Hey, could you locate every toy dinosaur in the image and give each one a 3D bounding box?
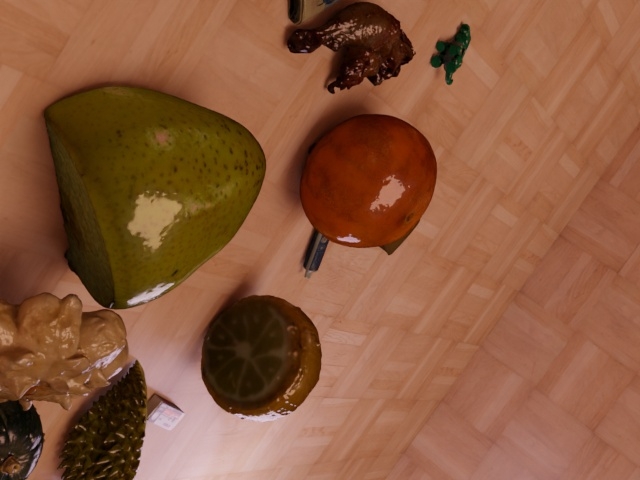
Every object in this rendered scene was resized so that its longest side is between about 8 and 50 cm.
[{"bbox_3d":[0.285,-0.391,2.013,0.096,0.059,0.132,-30,138,-47],"label":"toy dinosaur"}]

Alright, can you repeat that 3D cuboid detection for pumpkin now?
[{"bbox_3d":[-0.526,0.322,1.496,0.190,0.146,0.190,-45,164,-17],"label":"pumpkin"}]

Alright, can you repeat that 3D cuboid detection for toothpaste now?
[{"bbox_3d":[0.000,0.000,2.059,0.057,0.035,0.197,-27,142,-56],"label":"toothpaste"}]

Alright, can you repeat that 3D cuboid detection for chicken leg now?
[{"bbox_3d":[0.062,-0.345,1.697,0.177,0.083,0.322,-40,157,9],"label":"chicken leg"}]

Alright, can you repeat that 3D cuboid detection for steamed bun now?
[{"bbox_3d":[-0.412,0.174,1.361,0.295,0.137,0.292,-21,154,39],"label":"steamed bun"}]

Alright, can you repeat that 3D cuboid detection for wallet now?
[{"bbox_3d":[0.015,-0.429,1.553,0.155,0.039,0.110,-39,152,-27],"label":"wallet"}]

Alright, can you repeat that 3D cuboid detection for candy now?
[{"bbox_3d":[-0.121,0.238,1.918,0.260,0.260,0.118,-53,148,2],"label":"candy"}]

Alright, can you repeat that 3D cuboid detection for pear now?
[{"bbox_3d":[-0.222,-0.067,1.411,0.318,0.238,0.342,-27,144,-27],"label":"pear"}]

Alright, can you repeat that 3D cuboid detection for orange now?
[{"bbox_3d":[0.096,-0.112,1.869,0.284,0.226,0.284,-32,148,-23],"label":"orange"}]

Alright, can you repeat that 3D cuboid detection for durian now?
[{"bbox_3d":[-0.398,0.420,1.818,0.169,0.157,0.355,-38,155,-62],"label":"durian"}]

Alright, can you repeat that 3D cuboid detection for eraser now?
[{"bbox_3d":[-0.329,0.360,1.982,0.052,0.029,0.122,-48,152,-7],"label":"eraser"}]

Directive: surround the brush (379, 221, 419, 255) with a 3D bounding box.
[{"bbox_3d":[0.165,-0.052,2.229,0.123,0.059,0.197,-52,154,-8],"label":"brush"}]
